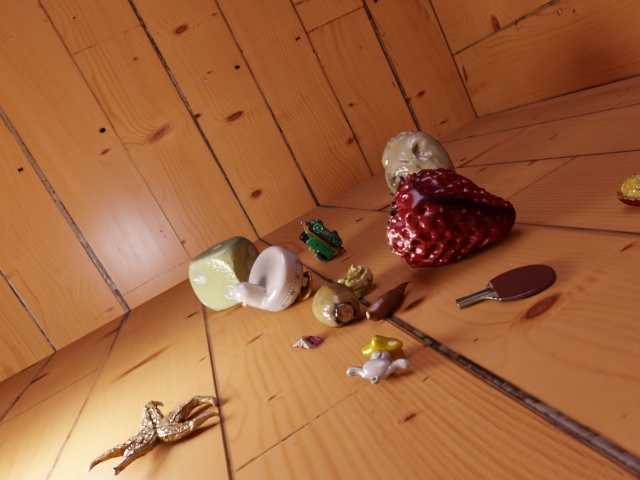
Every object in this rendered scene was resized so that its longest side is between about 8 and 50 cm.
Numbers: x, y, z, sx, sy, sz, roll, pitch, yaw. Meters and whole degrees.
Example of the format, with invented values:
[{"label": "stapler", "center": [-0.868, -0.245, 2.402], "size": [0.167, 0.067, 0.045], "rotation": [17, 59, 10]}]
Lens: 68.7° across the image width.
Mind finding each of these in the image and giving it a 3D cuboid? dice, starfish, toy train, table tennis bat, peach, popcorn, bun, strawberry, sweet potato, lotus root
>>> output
[{"label": "dice", "center": [-0.409, 0.141, 2.074], "size": [0.254, 0.250, 0.252], "rotation": [-21, 15, 26]}, {"label": "starfish", "center": [-0.405, 0.477, 1.151], "size": [0.299, 0.060, 0.302], "rotation": [-7, 17, 42]}, {"label": "toy train", "center": [0.000, 0.000, 1.951], "size": [0.136, 0.227, 0.091], "rotation": [-56, 10, 10]}, {"label": "table tennis bat", "center": [0.412, 0.107, 1.049], "size": [0.220, 0.019, 0.130], "rotation": [-23, 14, 13]}, {"label": "peach", "center": [0.763, -0.112, 1.110], "size": [0.098, 0.061, 0.098], "rotation": [-39, 24, 22]}, {"label": "popcorn", "center": [0.112, 0.128, 1.446], "size": [0.109, 0.089, 0.097], "rotation": [-21, 24, 11]}, {"label": "bun", "center": [0.382, -0.269, 1.920], "size": [0.234, 0.362, 0.326], "rotation": [-29, -28, -14]}, {"label": "strawberry", "center": [0.369, -0.056, 1.340], "size": [0.344, 0.296, 0.317], "rotation": [9, 2, 9]}, {"label": "sweet potato", "center": [0.188, 0.157, 1.245], "size": [0.195, 0.056, 0.056], "rotation": [-31, 12, -39]}, {"label": "lotus root", "center": [0.036, 0.179, 1.324], "size": [0.125, 0.118, 0.221], "rotation": [-13, 11, -17]}]

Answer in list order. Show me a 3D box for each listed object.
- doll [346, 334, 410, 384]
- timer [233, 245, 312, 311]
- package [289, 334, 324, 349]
[{"label": "doll", "center": [0.129, 0.248, 0.972], "size": [0.135, 0.072, 0.113], "rotation": [-4, 34, 51]}, {"label": "timer", "center": [-0.178, 0.132, 1.642], "size": [0.233, 0.240, 0.234], "rotation": [-28, 52, 43]}, {"label": "package", "center": [-0.038, 0.277, 1.273], "size": [0.083, 0.029, 0.059], "rotation": [-2, 18, 39]}]
